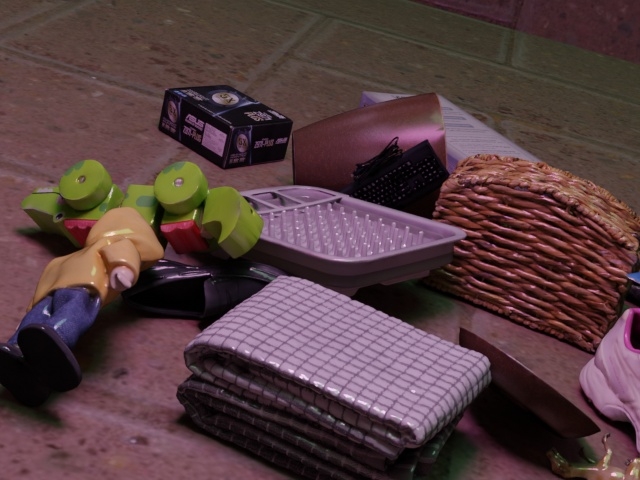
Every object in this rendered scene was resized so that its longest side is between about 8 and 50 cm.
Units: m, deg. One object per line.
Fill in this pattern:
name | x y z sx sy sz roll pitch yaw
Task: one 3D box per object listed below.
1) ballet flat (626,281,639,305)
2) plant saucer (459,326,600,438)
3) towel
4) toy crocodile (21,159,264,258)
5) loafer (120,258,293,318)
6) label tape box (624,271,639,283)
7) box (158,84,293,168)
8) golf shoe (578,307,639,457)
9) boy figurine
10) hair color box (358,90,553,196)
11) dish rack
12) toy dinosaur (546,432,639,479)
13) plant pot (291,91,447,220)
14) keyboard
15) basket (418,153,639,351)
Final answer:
ballet flat | 0.467 0.057 1.777 0.173 0.049 0.057 25 25 23
plant saucer | 0.233 0.174 1.315 0.198 0.036 0.198 37 -5 3
towel | 0.018 0.158 1.225 0.284 0.121 0.235 21 23 19
toy crocodile | -0.228 -0.028 1.428 0.340 0.115 0.105 2 56 21
loafer | -0.135 0.068 1.392 0.223 0.076 0.078 5 30 -9
label tape box | 0.567 0.159 1.495 0.334 0.106 0.240 30 16 30
box | -0.164 -0.200 1.951 0.180 0.077 0.147 32 29 35
golf shoe | 0.428 0.196 1.343 0.115 0.140 0.306 1 28 -31
boy figurine | -0.262 0.060 1.246 0.092 0.177 0.285 54 28 -16
hair color box | 0.233 -0.145 2.011 0.185 0.113 0.374 -2 29 -33
dish rack | 0.000 0.000 1.546 0.333 0.072 0.285 17 18 40
toy dinosaur | 0.345 0.270 1.264 0.183 0.053 0.092 17 38 24
plant pot | 0.071 -0.124 1.799 0.230 0.215 0.215 -3 26 -4
keyboard | 0.091 -0.081 1.686 0.100 0.192 0.038 54 25 -11
basket | 0.322 -0.014 1.649 0.299 0.213 0.223 22 26 17
